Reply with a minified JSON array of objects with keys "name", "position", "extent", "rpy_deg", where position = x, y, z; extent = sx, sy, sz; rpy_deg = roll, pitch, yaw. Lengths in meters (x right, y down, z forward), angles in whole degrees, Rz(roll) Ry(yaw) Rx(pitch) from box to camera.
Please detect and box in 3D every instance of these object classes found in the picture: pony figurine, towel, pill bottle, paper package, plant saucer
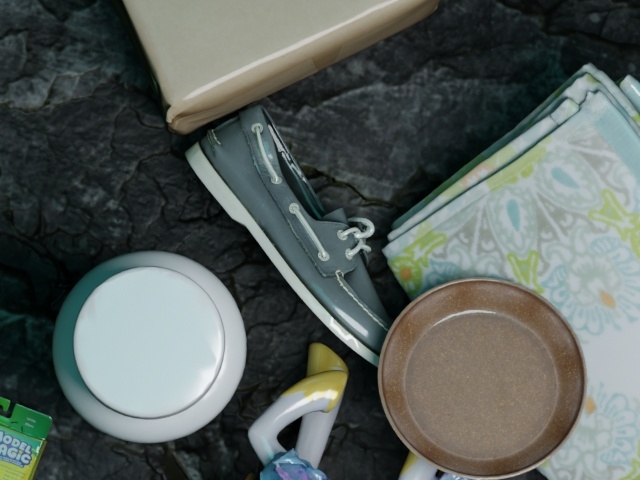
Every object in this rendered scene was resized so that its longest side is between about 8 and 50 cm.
[{"name":"pony figurine","position":[0.013,0.315,1.719],"extent":[0.351,0.303,0.363],"rpy_deg":[41,62,0]},{"name":"towel","position":[0.270,0.055,1.750],"extent":[0.320,0.090,0.374],"rpy_deg":[-38,86,36]},{"name":"pill bottle","position":[-0.159,0.101,1.681],"extent":[0.176,0.318,0.176],"rpy_deg":[0,85,-5]},{"name":"paper package","position":[-0.069,-0.312,1.800],"extent":[0.324,0.168,0.309],"rpy_deg":[-25,87,-5]},{"name":"plant saucer","position":[0.153,0.134,1.715],"extent":[0.198,0.036,0.199],"rpy_deg":[0,71,1]}]

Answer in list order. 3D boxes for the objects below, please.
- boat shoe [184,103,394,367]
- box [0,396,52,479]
[{"name":"boat shoe","position":[0.000,0.000,1.796],"extent":[0.099,0.116,0.319],"rpy_deg":[-42,82,5]},{"name":"box","position":[-0.345,0.243,1.796],"extent":[0.105,0.043,0.179],"rpy_deg":[21,82,-2]}]
